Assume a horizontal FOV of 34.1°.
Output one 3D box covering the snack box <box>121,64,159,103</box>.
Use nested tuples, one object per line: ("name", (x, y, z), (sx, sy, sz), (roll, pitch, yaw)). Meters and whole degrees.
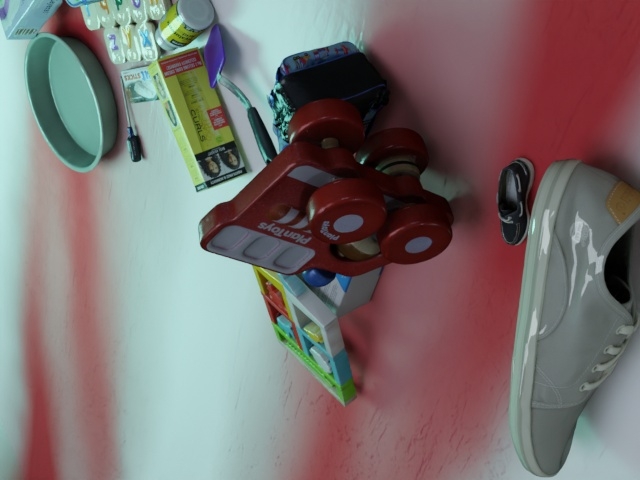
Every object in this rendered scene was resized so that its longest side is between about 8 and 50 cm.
("snack box", (-0.305, -0.288, 1.904), (0.178, 0.022, 0.064), (3, 111, 51))

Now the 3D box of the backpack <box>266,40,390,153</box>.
("backpack", (0.001, -0.179, 1.488), (0.117, 0.158, 0.173), (59, 156, 22))

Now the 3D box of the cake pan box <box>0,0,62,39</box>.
("cake pan box", (-0.562, -0.550, 1.995), (0.267, 0.070, 0.245), (-28, 79, 50))

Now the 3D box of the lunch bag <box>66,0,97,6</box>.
("lunch bag", (-0.412, -0.524, 1.807), (0.176, 0.090, 0.219), (-7, 104, 51))

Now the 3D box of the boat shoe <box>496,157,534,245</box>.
("boat shoe", (0.247, -0.046, 1.348), (0.046, 0.038, 0.125), (33, 133, 36))

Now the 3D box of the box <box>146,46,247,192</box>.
("box", (-0.209, -0.204, 1.776), (0.058, 0.087, 0.232), (-14, 98, 63))

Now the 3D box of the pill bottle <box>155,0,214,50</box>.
("pill bottle", (-0.229, -0.359, 1.733), (0.116, 0.065, 0.065), (-25, 90, 54))

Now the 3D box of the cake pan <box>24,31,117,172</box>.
("cake pan", (-0.505, -0.284, 2.128), (0.293, 0.054, 0.293), (28, 130, 39))

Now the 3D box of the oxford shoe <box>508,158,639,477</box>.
("oxford shoe", (0.315, 0.117, 1.272), (0.130, 0.169, 0.449), (14, 122, 23))

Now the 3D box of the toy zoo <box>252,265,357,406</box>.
("toy zoo", (-0.029, 0.134, 1.708), (0.192, 0.030, 0.293), (40, 158, 35))

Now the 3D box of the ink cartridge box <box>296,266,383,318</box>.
("ink cartridge box", (0.000, 0.000, 1.640), (0.203, 0.086, 0.148), (45, 140, 25))

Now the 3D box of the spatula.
("spatula", (-0.128, -0.224, 1.673), (0.296, 0.030, 0.084), (60, 144, 24))

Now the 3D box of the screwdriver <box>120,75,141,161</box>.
("screwdriver", (-0.374, -0.234, 2.023), (0.025, 0.024, 0.169), (-6, 105, 23))

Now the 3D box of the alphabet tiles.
("alphabet tiles", (-0.362, -0.458, 1.877), (0.284, 0.021, 0.277), (7, 115, 49))

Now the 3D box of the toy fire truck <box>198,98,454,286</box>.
("toy fire truck", (0.018, -0.033, 1.412), (0.254, 0.302, 0.169), (-38, 50, 34))
